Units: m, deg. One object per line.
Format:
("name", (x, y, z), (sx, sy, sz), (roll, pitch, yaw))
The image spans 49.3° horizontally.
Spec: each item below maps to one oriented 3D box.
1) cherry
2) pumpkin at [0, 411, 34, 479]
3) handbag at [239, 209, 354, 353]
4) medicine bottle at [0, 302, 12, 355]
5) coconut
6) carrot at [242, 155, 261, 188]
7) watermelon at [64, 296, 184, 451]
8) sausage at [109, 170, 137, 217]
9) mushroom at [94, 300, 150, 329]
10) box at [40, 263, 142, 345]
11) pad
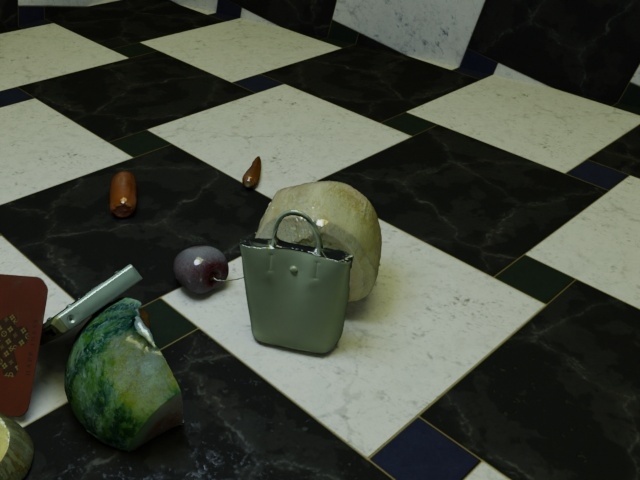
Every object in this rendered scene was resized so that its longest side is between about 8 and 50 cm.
("cherry", (-0.267, 0.061, 1.680), (0.188, 0.115, 0.148), (-22, 1, -42))
("pumpkin", (-0.613, 0.363, 1.203), (0.217, 0.110, 0.217), (6, 35, -4))
("handbag", (-0.054, 0.086, 1.454), (0.241, 0.315, 0.109), (8, 37, 10))
("medicine bottle", (-0.689, 0.190, 1.412), (0.189, 0.088, 0.132), (-15, 72, 10))
("coconut", (0.000, 0.000, 1.617), (0.297, 0.297, 0.254), (5, 36, 5))
("carrot", (-0.203, -0.217, 2.146), (0.048, 0.048, 0.216), (4, 29, 3))
("watermelon", (-0.382, 0.232, 1.330), (0.224, 0.180, 0.305), (-44, 59, 7))
("sausage", (-0.557, -0.135, 1.972), (0.076, 0.076, 0.197), (-5, 33, -11))
("mushroom", (-0.431, 0.188, 1.504), (0.127, 0.087, 0.127), (-4, 55, 6))
("box", (-0.482, 0.133, 1.429), (0.211, 0.045, 0.270), (-39, 9, -30))
("pad", (-0.621, 0.198, 1.345), (0.181, 0.267, 0.004), (3, -10, 13))
